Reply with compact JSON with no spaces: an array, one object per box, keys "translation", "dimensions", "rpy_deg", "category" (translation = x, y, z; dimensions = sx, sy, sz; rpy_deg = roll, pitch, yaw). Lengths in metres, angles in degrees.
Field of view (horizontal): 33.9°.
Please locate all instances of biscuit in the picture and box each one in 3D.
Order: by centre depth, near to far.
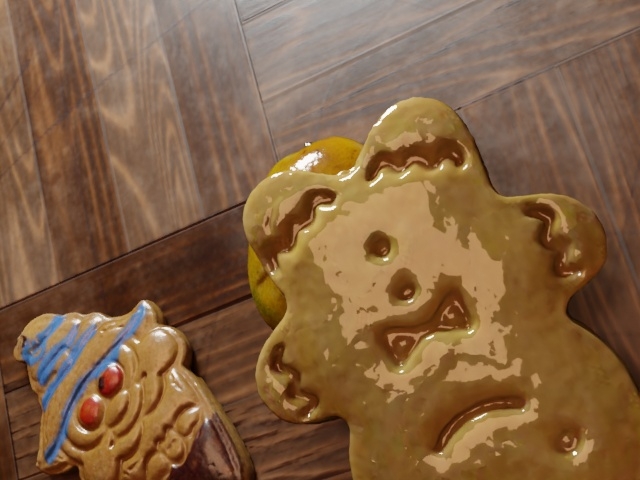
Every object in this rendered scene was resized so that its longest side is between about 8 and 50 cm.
[{"translation":[0.089,0.081,0.752],"dimensions":[0.275,0.052,0.355],"rpy_deg":[-26,82,10],"category":"biscuit"},{"translation":[-0.173,0.146,0.923],"dimensions":[0.280,0.043,0.183],"rpy_deg":[29,95,31],"category":"biscuit"}]

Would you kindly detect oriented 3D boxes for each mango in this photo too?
[{"translation":[-0.005,-0.005,0.848],"dimensions":[0.115,0.089,0.165],"rpy_deg":[33,96,18],"category":"mango"}]
